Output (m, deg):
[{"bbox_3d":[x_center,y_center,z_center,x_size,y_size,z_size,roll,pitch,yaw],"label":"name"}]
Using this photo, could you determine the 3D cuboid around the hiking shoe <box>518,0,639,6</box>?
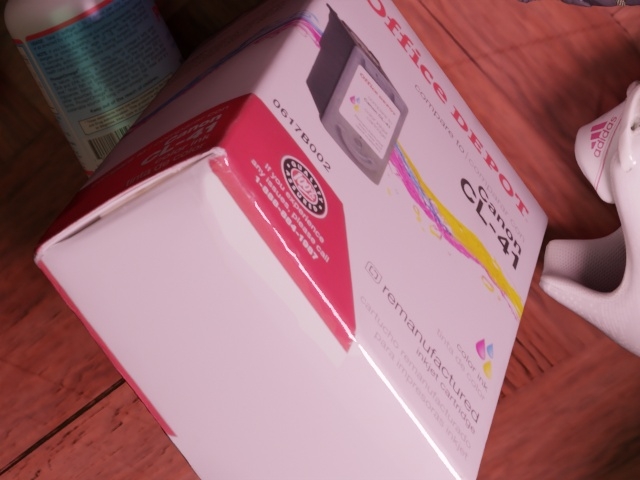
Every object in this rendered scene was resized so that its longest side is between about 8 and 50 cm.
[{"bbox_3d":[0.176,-0.226,1.012,0.114,0.086,0.226,10,125,-7],"label":"hiking shoe"}]

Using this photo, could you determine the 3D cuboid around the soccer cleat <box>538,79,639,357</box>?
[{"bbox_3d":[0.227,-0.067,1.052,0.143,0.116,0.331,25,122,2],"label":"soccer cleat"}]

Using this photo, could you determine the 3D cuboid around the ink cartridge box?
[{"bbox_3d":[0.000,0.000,1.044,0.131,0.306,0.226,-29,107,27],"label":"ink cartridge box"}]

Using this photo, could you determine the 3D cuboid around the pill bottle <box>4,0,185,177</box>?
[{"bbox_3d":[-0.136,-0.120,1.147,0.087,0.087,0.160,-17,112,24],"label":"pill bottle"}]
